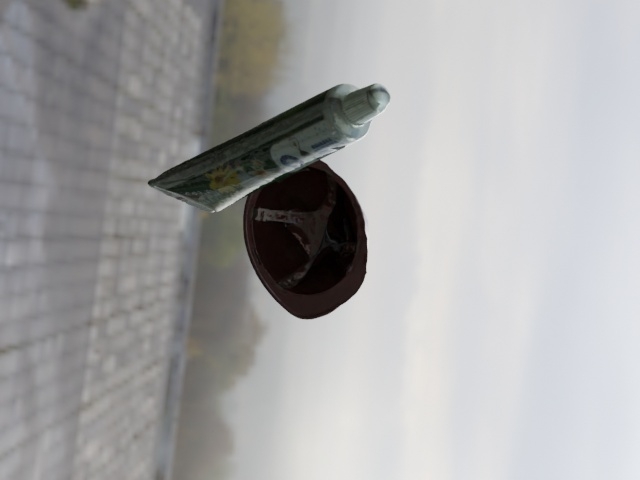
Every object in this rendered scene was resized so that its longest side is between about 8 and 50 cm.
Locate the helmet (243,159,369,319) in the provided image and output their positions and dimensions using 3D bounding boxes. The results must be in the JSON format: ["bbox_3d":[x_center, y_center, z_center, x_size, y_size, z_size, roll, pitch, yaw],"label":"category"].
[{"bbox_3d":[0.000,0.000,1.187,0.057,0.089,0.111,14,53,-66],"label":"helmet"}]

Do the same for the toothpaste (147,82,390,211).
[{"bbox_3d":[-0.028,-0.050,0.980,0.204,0.049,0.031,-23,-129,51],"label":"toothpaste"}]
